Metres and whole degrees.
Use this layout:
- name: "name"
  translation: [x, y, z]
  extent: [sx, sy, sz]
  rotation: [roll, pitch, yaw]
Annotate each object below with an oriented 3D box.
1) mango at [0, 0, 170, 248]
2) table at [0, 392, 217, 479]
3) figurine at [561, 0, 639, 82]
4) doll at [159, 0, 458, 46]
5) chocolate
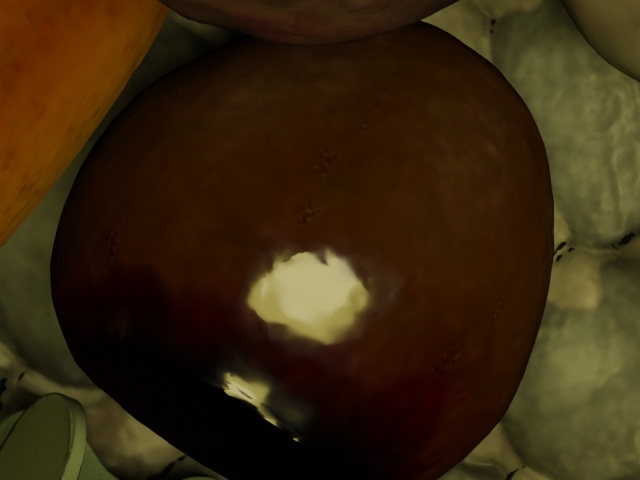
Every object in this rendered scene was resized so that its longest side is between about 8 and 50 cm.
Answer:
- name: "mango"
  translation: [-0.142, -0.067, 0.514]
  extent: [0.350, 0.199, 0.201]
  rotation: [-45, 143, -11]
- name: "table"
  translation: [-0.047, 0.162, 0.621]
  extent: [0.198, 0.166, 0.166]
  rotation: [27, 98, -29]
- name: "figurine"
  translation: [0.125, -0.113, 0.561]
  extent: [0.182, 0.145, 0.256]
  rotation: [-27, 156, 34]
- name: "doll"
  translation: [-0.024, -0.175, 0.400]
  extent: [0.196, 0.152, 0.256]
  rotation: [-8, 68, -43]
- name: "chocolate"
  translation: [0.000, 0.000, 0.590]
  extent: [0.176, 0.177, 0.177]
  rotation: [-4, 107, -14]
